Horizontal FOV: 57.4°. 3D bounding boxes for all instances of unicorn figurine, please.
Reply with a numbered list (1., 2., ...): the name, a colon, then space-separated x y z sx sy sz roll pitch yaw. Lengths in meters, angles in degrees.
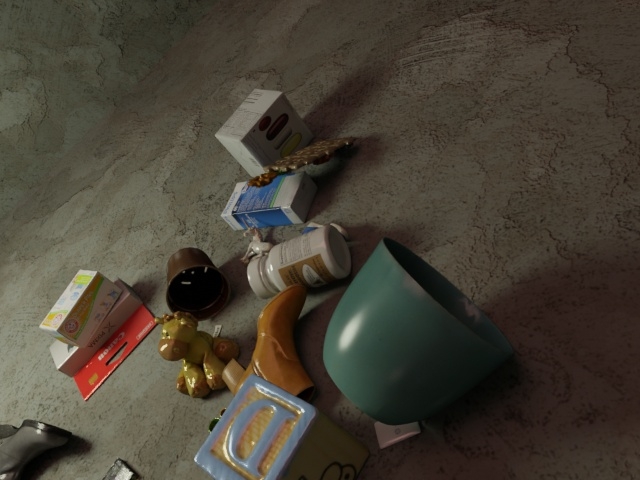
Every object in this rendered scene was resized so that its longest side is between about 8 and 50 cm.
1. unicorn figurine: -0.174 0.020 1.596 0.162 0.060 0.111 21 67 30

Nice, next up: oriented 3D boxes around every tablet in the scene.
1. tablet: 0.141 0.345 1.076 0.083 0.006 0.054 -29 41 14

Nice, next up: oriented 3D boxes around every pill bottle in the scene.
1. pill bottle: -0.053 0.059 1.397 0.229 0.131 0.131 -21 43 22

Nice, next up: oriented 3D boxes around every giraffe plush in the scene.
1. giraffe plush: -0.311 0.249 1.394 0.181 0.170 0.210 -25 42 18

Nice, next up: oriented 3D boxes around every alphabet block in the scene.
1. alphabet block: -0.065 0.387 1.051 0.193 0.197 0.192 16 64 45

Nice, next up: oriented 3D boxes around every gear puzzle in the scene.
1. gear puzzle: -0.056 -0.209 1.619 0.339 0.044 0.175 -31 23 -35

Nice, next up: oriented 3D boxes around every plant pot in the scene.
1. plant pot: -0.343 0.107 1.571 0.167 0.167 0.165 -41 32 -1
2. plant pot: 0.146 0.177 1.027 0.235 0.293 0.293 -50 38 13

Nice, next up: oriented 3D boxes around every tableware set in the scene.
1. tableware set: -0.186 0.416 1.255 0.104 0.024 0.154 -44 40 -4

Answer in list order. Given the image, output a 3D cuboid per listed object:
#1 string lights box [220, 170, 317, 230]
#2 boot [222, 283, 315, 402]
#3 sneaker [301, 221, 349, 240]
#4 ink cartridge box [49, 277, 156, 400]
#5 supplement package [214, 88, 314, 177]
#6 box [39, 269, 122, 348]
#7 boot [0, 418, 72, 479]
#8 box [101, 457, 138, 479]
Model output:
1. string lights box: -0.149 -0.111 1.674 0.260 0.076 0.133 -5 51 36
2. boot: -0.072 0.254 1.269 0.211 0.104 0.295 30 80 44
3. sneaker: 0.000 0.001 1.464 0.152 0.058 0.084 11 56 49
4. ink cartridge box: -0.642 0.278 1.714 0.296 0.066 0.261 -49 39 -9
5. supplement package: -0.169 -0.321 1.793 0.149 0.194 0.203 22 69 46
6. box: -0.693 0.197 1.695 0.114 0.103 0.203 1 54 42
7. boot: -0.785 0.594 1.514 0.338 0.118 0.222 -22 45 38
8. box: -0.467 0.553 1.354 0.083 0.018 0.067 14 63 45
